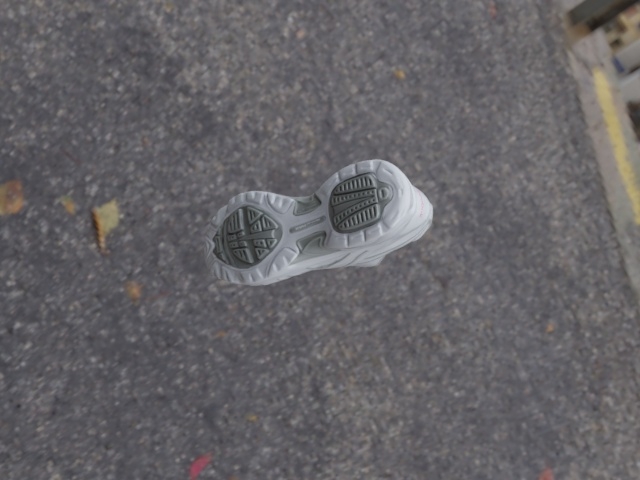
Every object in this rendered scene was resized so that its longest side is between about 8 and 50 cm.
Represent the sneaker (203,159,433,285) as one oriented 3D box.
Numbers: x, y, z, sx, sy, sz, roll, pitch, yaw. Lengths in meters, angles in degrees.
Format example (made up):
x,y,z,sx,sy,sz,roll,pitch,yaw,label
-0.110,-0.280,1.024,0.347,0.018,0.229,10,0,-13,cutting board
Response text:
x,y,z,sx,sy,sz,roll,pitch,yaw,label
0.000,0.000,0.965,0.115,0.232,0.090,24,61,-54,sneaker
